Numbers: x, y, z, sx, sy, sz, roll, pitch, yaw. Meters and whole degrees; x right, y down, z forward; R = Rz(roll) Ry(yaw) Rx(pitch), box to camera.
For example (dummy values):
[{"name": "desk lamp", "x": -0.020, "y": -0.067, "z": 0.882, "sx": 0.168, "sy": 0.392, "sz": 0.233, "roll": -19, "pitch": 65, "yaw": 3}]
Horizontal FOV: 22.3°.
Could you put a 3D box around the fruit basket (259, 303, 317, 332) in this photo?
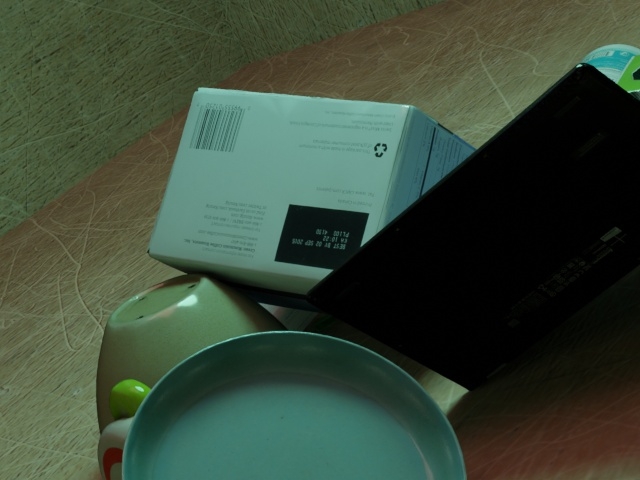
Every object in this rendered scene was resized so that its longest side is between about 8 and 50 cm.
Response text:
[{"name": "fruit basket", "x": 0.000, "y": 0.000, "z": 2.268, "sx": 0.327, "sy": 0.165, "sz": 0.353, "roll": -48, "pitch": 30, "yaw": 7}]

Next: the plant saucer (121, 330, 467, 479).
[{"name": "plant saucer", "x": -0.025, "y": 0.222, "z": 1.502, "sx": 0.317, "sy": 0.044, "sz": 0.318, "roll": 5, "pitch": 49, "yaw": -5}]

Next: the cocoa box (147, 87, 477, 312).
[{"name": "cocoa box", "x": 0.008, "y": -0.035, "z": 2.002, "sx": 0.347, "sy": 0.231, "sz": 0.228, "roll": 8, "pitch": -12, "yaw": 38}]

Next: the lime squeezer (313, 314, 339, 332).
[{"name": "lime squeezer", "x": 0.134, "y": 0.046, "z": 2.151, "sx": 0.310, "sy": 0.059, "sz": 0.110, "roll": -14, "pitch": 18, "yaw": 30}]

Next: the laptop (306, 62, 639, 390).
[{"name": "laptop", "x": 0.237, "y": -0.045, "z": 1.762, "sx": 0.382, "sy": 0.408, "sz": 0.236, "roll": -41, "pitch": 40, "yaw": 25}]

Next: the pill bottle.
[{"name": "pill bottle", "x": 0.405, "y": -0.176, "z": 2.319, "sx": 0.146, "sy": 0.146, "sz": 0.264, "roll": -16, "pitch": 17, "yaw": 28}]

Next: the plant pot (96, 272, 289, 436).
[{"name": "plant pot", "x": -0.159, "y": 0.152, "z": 1.977, "sx": 0.284, "sy": 0.191, "sz": 0.284, "roll": -22, "pitch": 15, "yaw": 6}]

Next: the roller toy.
[{"name": "roller toy", "x": -0.115, "y": 0.234, "z": 1.638, "sx": 0.146, "sy": 0.209, "sz": 0.191, "roll": -33, "pitch": 47, "yaw": -30}]

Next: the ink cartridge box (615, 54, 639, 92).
[{"name": "ink cartridge box", "x": 0.542, "y": -0.204, "z": 2.226, "sx": 0.255, "sy": 0.097, "sz": 0.189, "roll": -6, "pitch": 21, "yaw": 25}]
